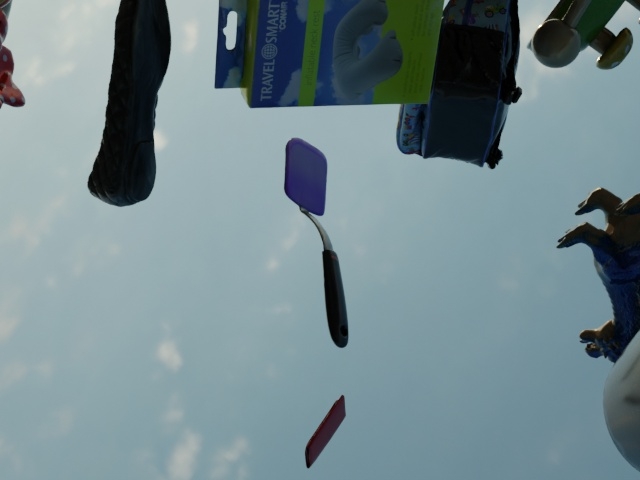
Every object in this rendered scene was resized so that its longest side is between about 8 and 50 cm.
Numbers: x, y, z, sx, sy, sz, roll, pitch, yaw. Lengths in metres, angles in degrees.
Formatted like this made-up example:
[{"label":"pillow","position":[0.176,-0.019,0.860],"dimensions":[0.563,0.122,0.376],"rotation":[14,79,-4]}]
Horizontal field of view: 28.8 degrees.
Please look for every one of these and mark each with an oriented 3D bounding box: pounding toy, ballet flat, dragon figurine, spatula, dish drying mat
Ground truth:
[{"label":"pounding toy","position":[0.328,-0.255,1.398],"dimensions":[0.183,0.110,0.237],"rotation":[-53,177,19]},{"label":"ballet flat","position":[-0.139,-0.110,0.885],"dimensions":[0.049,0.057,0.173],"rotation":[8,-88,24]},{"label":"dragon figurine","position":[0.294,0.007,1.014],"dimensions":[0.289,0.144,0.085],"rotation":[-40,-168,52]},{"label":"spatula","position":[0.000,0.000,1.508],"dimensions":[0.030,0.084,0.297],"rotation":[-32,-130,26]},{"label":"dish drying mat","position":[0.005,0.195,1.276],"dimensions":[0.008,0.032,0.083],"rotation":[12,-142,23]}]

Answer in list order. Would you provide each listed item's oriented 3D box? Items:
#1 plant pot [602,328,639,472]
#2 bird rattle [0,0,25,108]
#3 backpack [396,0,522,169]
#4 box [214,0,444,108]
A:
[{"label":"plant pot","position":[0.309,0.101,0.874],"dimensions":[0.230,0.215,0.215],"rotation":[-40,-156,60]},{"label":"bird rattle","position":[-0.378,-0.262,1.399],"dimensions":[0.143,0.253,0.207],"rotation":[11,-100,11]},{"label":"backpack","position":[0.146,-0.183,1.284],"dimensions":[0.116,0.158,0.173],"rotation":[8,-117,3]},{"label":"box","position":[0.007,-0.165,1.010],"dimensions":[0.178,0.109,0.042],"rotation":[-4,-148,-17]}]
